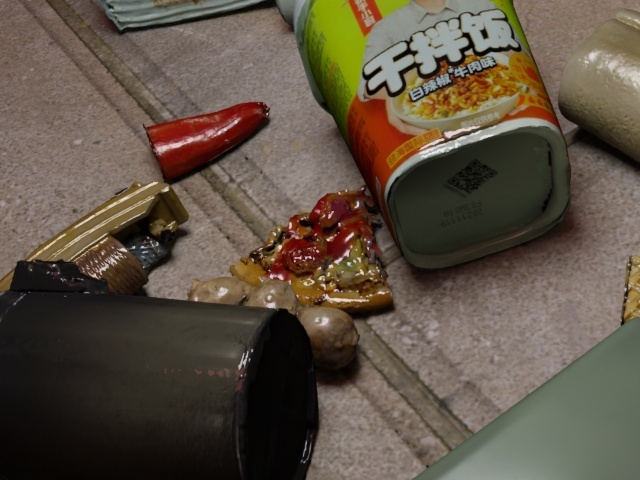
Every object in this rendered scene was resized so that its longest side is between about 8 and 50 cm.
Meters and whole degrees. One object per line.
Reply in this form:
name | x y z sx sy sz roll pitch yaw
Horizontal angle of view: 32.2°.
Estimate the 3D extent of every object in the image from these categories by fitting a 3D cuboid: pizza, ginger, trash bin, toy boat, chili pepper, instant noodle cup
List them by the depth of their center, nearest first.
trash bin | 0.214 0.238 0.900 0.343 0.158 0.223 -36 47 -17
trash bin | -0.171 0.150 1.081 0.302 0.203 0.252 3 88 20
ginger | -0.052 0.092 1.191 0.204 0.080 0.104 3 81 23
instant noodle cup | 0.135 -0.153 1.251 0.294 0.294 0.308 -18 51 1
pizza | 0.000 0.000 1.277 0.201 0.053 0.193 1 48 20
toy boat | -0.279 0.049 1.299 0.310 0.089 0.115 -38 44 -18
chili pepper | -0.144 -0.145 1.468 0.169 0.065 0.088 -22 60 -10

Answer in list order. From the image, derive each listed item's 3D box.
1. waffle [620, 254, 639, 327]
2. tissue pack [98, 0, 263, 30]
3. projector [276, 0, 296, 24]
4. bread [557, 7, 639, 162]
waffle | 0.308 0.083 1.114 0.153 0.023 0.097 -41 47 -20
tissue pack | -0.189 -0.523 1.775 0.287 0.162 0.388 -8 45 15
projector | 0.105 -0.384 1.577 0.338 0.108 0.108 -7 45 12
bread | 0.367 -0.172 1.263 0.148 0.134 0.141 -45 53 -9
